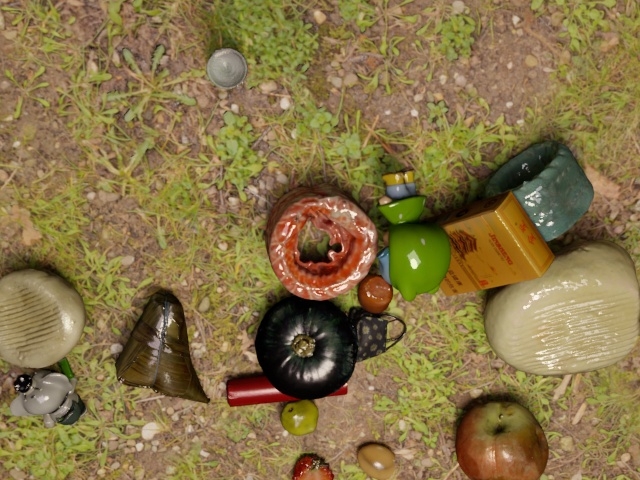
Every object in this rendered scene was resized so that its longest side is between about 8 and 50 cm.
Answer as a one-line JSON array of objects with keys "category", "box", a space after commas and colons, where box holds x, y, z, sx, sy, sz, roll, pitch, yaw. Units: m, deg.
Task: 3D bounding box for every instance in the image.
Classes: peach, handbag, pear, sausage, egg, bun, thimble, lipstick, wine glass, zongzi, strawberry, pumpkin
[{"category": "peach", "box": [0.432, 0.495, 1.824, 0.214, 0.214, 0.235, -24, 128, 2]}, {"category": "handbag", "box": [0.133, 0.212, 1.784, 0.139, 0.072, 0.115, -4, 110, -19]}, {"category": "pear", "box": [-0.049, 0.414, 1.816, 0.092, 0.092, 0.097, -26, 124, 3]}, {"category": "sausage", "box": [0.118, 0.118, 1.687, 0.076, 0.197, 0.076, 0, 79, 2]}, {"category": "egg", "box": [0.134, 0.532, 1.869, 0.097, 0.080, 0.080, 20, 104, -15]}, {"category": "bun", "box": [0.538, 0.143, 1.720, 0.361, 0.213, 0.360, -3, 123, -4]}, {"category": "thimble", "box": [0.000, 0.000, 1.647, 0.239, 0.162, 0.239, -2, 108, -5]}, {"category": "lipstick", "box": [-0.078, 0.337, 1.794, 0.280, 0.073, 0.073, -6, 108, -5]}, {"category": "wine glass", "box": [-0.180, -0.335, 1.508, 0.079, 0.195, 0.079, -2, 104, -6]}, {"category": "bun", "box": [-0.593, 0.157, 1.653, 0.231, 0.133, 0.230, 2, 98, 18]}, {"category": "zongzi", "box": [-0.309, 0.247, 1.726, 0.242, 0.112, 0.220, 24, 103, -20]}, {"category": "strawberry", "box": [-0.021, 0.581, 1.889, 0.104, 0.048, 0.152, 1, 121, -13]}, {"category": "pumpkin", "box": [-0.031, 0.232, 1.699, 0.233, 0.163, 0.232, 0, 86, 6]}, {"category": "thimble", "box": [0.462, -0.104, 1.648, 0.198, 0.235, 0.143, -17, 114, 47]}]

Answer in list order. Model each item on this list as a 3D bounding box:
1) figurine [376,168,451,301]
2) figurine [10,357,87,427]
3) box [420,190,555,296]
[{"category": "figurine", "box": [0.180, -0.012, 1.574, 0.143, 0.162, 0.263, -9, 91, 39]}, {"category": "figurine", "box": [-0.598, 0.343, 1.711, 0.147, 0.126, 0.192, -41, 139, -4]}, {"category": "box", "box": [0.329, 0.015, 1.632, 0.174, 0.274, 0.076, 52, 55, -13]}]
